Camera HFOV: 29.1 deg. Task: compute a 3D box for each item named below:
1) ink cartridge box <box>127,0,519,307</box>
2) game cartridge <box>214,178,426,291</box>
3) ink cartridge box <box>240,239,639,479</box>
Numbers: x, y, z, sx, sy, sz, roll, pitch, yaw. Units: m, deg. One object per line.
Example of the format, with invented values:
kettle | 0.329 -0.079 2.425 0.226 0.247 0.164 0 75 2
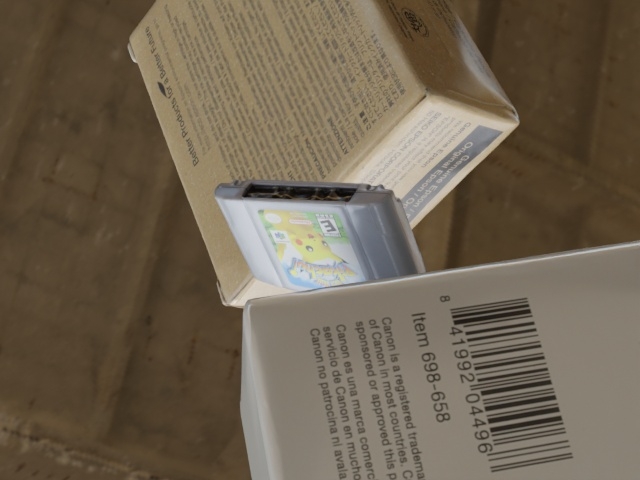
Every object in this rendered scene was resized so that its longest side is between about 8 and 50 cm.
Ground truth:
ink cartridge box | -0.010 -0.102 0.770 0.088 0.193 0.235 10 -134 -42
game cartridge | 0.000 0.000 0.509 0.017 0.083 0.056 -61 -40 -35
ink cartridge box | 0.119 0.109 0.449 0.272 0.114 0.197 -8 -114 -8
